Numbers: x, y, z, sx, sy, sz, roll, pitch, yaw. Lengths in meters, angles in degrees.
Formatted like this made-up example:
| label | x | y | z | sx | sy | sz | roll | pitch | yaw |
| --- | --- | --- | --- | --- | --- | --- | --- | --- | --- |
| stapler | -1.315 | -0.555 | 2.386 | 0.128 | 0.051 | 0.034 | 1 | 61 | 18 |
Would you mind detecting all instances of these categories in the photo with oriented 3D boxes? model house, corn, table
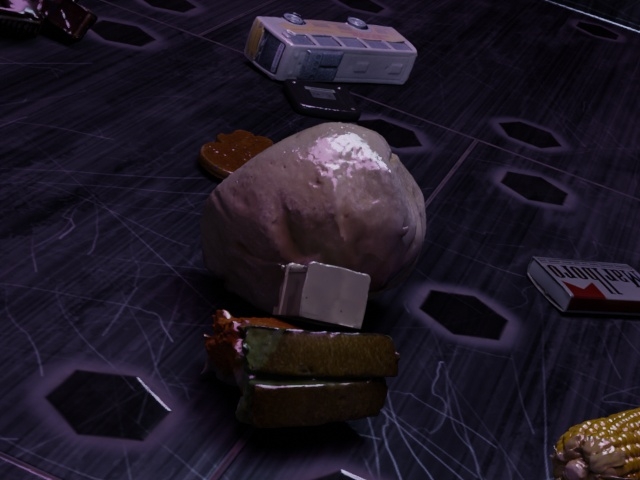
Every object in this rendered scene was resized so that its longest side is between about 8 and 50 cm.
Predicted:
| label | x | y | z | sx | sy | sz | roll | pitch | yaw |
| --- | --- | --- | --- | --- | --- | --- | --- | --- | --- |
| model house | -0.486 | -0.424 | 2.169 | 0.203 | 0.141 | 0.164 | 4 | 18 | -30 |
| corn | 0.353 | 0.233 | 1.390 | 0.260 | 0.091 | 0.091 | -4 | 50 | -44 |
| table | -0.001 | 0.061 | 1.385 | 0.079 | 0.062 | 0.083 | 14 | -8 | -24 |

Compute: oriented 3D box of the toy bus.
| label | x | y | z | sx | sy | sz | roll | pitch | yaw |
| --- | --- | --- | --- | --- | --- | --- | --- | --- | --- |
| toy bus | 0.022 | -0.363 | 2.403 | 0.343 | 0.097 | 0.138 | -4 | 39 | -39 |

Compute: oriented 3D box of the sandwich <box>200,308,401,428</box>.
| label | x | y | z | sx | sy | sz | roll | pitch | yaw |
| --- | --- | --- | --- | --- | --- | --- | --- | --- | --- |
| sandwich | -0.027 | 0.140 | 1.351 | 0.185 | 0.109 | 0.160 | 6 | 1 | -26 |

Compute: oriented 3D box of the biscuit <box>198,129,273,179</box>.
| label | x | y | z | sx | sy | sz | roll | pitch | yaw |
| --- | --- | --- | --- | --- | --- | --- | --- | --- | --- |
| biscuit | -0.119 | -0.124 | 1.905 | 0.124 | 0.026 | 0.175 | 20 | 26 | 4 |

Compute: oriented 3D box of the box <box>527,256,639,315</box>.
| label | x | y | z | sx | sy | sz | roll | pitch | yaw |
| --- | --- | --- | --- | --- | --- | --- | --- | --- | --- |
| box | 0.403 | 0.069 | 1.816 | 0.178 | 0.035 | 0.115 | 4 | 28 | -25 |

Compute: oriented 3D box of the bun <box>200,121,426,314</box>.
| label | x | y | z | sx | sy | sz | roll | pitch | yaw |
| --- | --- | --- | --- | --- | --- | --- | --- | --- | --- |
| bun | 0.011 | -0.009 | 1.530 | 0.282 | 0.281 | 0.204 | -13 | 63 | -46 |

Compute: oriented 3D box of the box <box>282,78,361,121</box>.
| label | x | y | z | sx | sy | sz | roll | pitch | yaw |
| --- | --- | --- | --- | --- | --- | --- | --- | --- | --- |
| box | 0.003 | -0.254 | 2.242 | 0.126 | 0.027 | 0.125 | 6 | 28 | -20 |
